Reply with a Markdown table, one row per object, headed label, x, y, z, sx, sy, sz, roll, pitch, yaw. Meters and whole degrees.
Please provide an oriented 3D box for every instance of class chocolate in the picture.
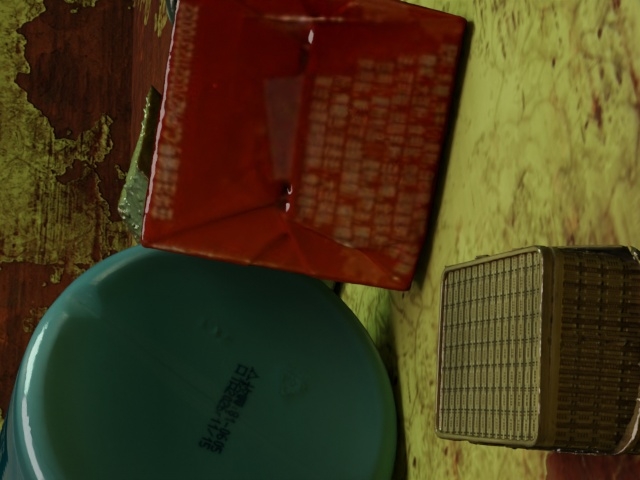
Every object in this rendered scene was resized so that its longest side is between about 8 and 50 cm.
| label | x | y | z | sx | sy | sz | roll | pitch | yaw |
| --- | --- | --- | --- | --- | --- | --- | --- | --- | --- |
| chocolate | -0.017 | -0.097 | 1.073 | 0.108 | 0.235 | 0.237 | -99 | 18 | -75 |

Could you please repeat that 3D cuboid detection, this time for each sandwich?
| label | x | y | z | sx | sy | sz | roll | pitch | yaw |
| --- | --- | --- | --- | --- | --- | --- | --- | --- | --- |
| sandwich | -0.143 | -0.033 | 1.347 | 0.258 | 0.096 | 0.094 | 56 | 148 | 8 |

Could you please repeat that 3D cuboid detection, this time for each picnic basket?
| label | x | y | z | sx | sy | sz | roll | pitch | yaw |
| --- | --- | --- | --- | --- | --- | --- | --- | --- | --- |
| picnic basket | 0.130 | 0.065 | 0.744 | 0.164 | 0.079 | 0.115 | 159 | 116 | -73 |

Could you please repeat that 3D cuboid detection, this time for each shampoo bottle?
| label | x | y | z | sx | sy | sz | roll | pitch | yaw |
| --- | --- | --- | --- | --- | --- | --- | --- | --- | --- |
| shampoo bottle | -0.131 | 0.212 | 1.174 | 0.343 | 0.331 | 0.331 | 122 | 150 | -55 |

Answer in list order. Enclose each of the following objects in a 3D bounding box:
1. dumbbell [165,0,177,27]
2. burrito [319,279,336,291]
| label | x | y | z | sx | sy | sz | roll | pitch | yaw |
| --- | --- | --- | --- | --- | --- | --- | --- | --- | --- |
| dumbbell | -0.065 | -0.265 | 1.398 | 0.406 | 0.179 | 0.179 | -138 | 55 | -72 |
| burrito | -0.001 | -0.001 | 1.288 | 0.064 | 0.064 | 0.203 | -106 | 27 | -54 |
